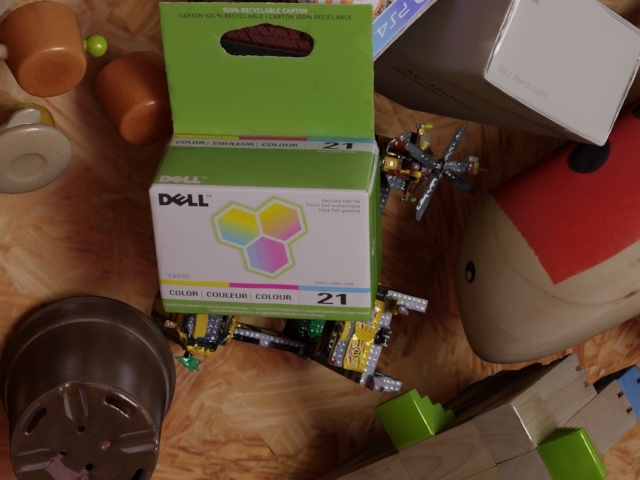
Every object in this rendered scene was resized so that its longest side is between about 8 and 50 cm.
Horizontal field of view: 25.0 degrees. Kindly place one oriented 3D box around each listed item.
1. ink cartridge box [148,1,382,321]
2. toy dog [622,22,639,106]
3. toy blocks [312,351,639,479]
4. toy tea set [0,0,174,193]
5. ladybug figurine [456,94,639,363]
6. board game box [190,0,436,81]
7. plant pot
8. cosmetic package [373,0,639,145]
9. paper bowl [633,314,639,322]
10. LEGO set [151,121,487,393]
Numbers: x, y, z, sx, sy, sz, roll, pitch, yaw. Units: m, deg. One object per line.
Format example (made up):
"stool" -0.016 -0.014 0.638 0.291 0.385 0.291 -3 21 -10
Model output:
"ink cartridge box" -0.047 -0.065 1.216 0.188 0.097 0.255 2 124 7
"toy dog" 0.364 -0.221 1.606 0.334 0.161 0.220 -49 118 -29
"toy blocks" 0.165 0.212 1.482 0.261 0.381 0.191 -25 86 -53
"toy tea set" -0.277 -0.153 1.247 0.200 0.124 0.336 -40 144 21
"ladybug figurine" 0.315 -0.048 1.388 0.449 0.305 0.162 -32 92 3
"board game box" -0.059 -0.302 1.266 0.141 0.232 0.291 -45 120 -14
"plant pot" -0.207 0.153 1.289 0.167 0.165 0.167 -2 106 -8
"cosmetic package" 0.135 -0.185 1.359 0.160 0.309 0.113 25 88 -31
"paper bowl" 0.489 0.011 1.632 0.284 0.148 0.284 -36 148 -27
"LEGO set" 0.000 0.000 1.389 0.255 0.192 0.331 26 87 -32
